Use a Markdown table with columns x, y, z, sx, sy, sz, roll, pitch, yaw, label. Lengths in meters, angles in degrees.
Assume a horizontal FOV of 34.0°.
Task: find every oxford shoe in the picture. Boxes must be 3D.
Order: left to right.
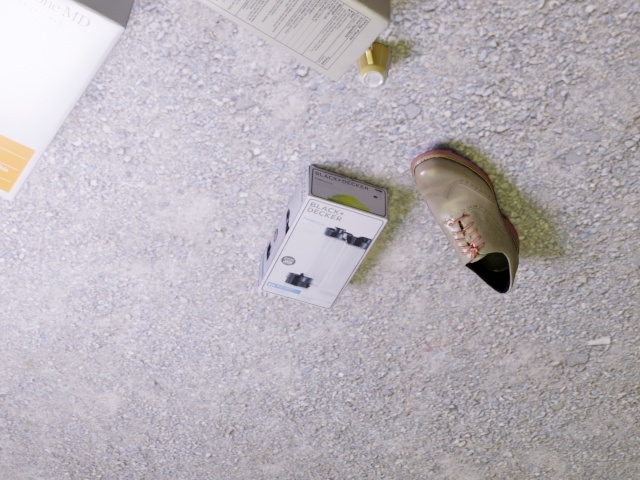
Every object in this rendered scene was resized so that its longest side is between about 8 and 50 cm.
| x | y | z | sx | sy | sz | roll | pitch | yaw | label |
| --- | --- | --- | --- | --- | --- | --- | --- | --- | --- |
| 0.287 | -0.033 | 1.977 | 0.123 | 0.130 | 0.348 | -27 | 128 | 26 | oxford shoe |

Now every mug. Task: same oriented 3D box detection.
| x | y | z | sx | sy | sz | roll | pitch | yaw | label |
| --- | --- | --- | --- | --- | --- | --- | --- | --- | --- |
| 0.084 | -0.295 | 1.769 | 0.062 | 0.064 | 0.078 | -33 | 125 | 32 | mug |

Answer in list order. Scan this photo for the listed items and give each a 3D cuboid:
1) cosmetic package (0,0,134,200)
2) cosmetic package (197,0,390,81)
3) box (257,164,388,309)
| x | y | z | sx | sy | sz | roll | pitch | yaw | label |
| --- | --- | --- | --- | --- | --- | --- | --- | --- | --- |
| -0.509 | -0.293 | 1.732 | 0.230 | 0.162 | 0.453 | 26 | 130 | -22 | cosmetic package |
| -0.051 | -0.397 | 1.627 | 0.296 | 0.129 | 0.153 | 28 | 130 | -23 | cosmetic package |
| 0.000 | 0.000 | 2.055 | 0.169 | 0.087 | 0.290 | 18 | 133 | -15 | box |
